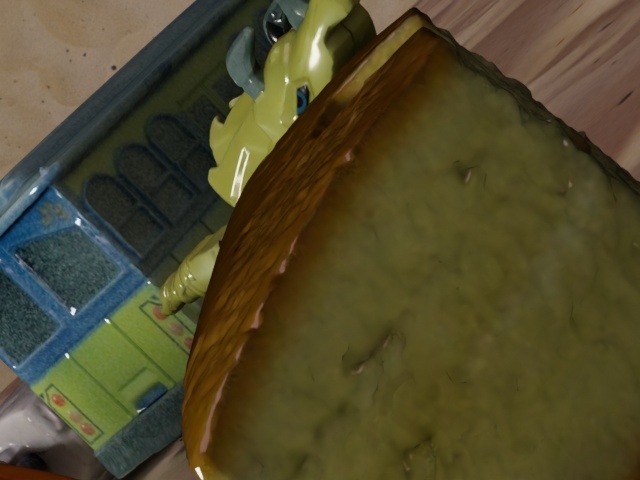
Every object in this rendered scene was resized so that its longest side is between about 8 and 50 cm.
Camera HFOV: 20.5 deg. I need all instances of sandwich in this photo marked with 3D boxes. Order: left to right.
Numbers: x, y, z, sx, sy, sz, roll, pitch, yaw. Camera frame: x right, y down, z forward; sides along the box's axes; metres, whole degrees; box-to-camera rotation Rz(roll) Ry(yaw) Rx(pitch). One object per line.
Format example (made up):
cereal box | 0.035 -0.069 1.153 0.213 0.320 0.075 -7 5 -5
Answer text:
sandwich | 0.036 0.022 0.476 0.128 0.122 0.235 -48 8 11

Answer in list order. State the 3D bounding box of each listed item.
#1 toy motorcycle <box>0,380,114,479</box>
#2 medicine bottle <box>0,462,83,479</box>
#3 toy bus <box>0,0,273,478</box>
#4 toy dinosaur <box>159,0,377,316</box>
toy motorcycle | -0.178 0.136 1.150 0.171 0.110 0.260 -47 3 38
medicine bottle | -0.122 0.161 0.417 0.149 0.112 0.222 2 38 38
toy bus | -0.075 -0.022 1.104 0.152 0.190 0.312 -41 8 40
toy dinosaur | 0.000 0.000 0.764 0.094 0.153 0.259 -47 -2 -37
